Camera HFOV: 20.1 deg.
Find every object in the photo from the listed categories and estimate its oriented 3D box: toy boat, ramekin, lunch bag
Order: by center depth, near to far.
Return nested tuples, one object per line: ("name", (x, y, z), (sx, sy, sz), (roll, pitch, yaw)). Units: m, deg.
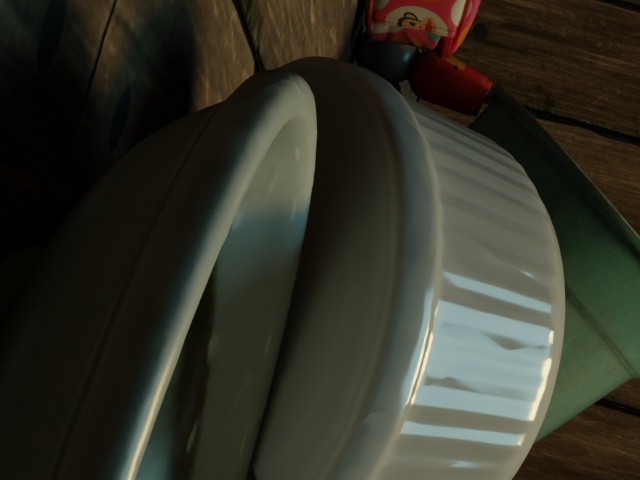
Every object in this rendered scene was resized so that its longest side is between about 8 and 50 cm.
("ramekin", (0.017, 0.046, 0.976), (0.273, 0.127, 0.272), (-31, -127, 51))
("lunch bag", (0.129, -0.359, 1.833), (0.293, 0.120, 0.258), (103, 1, -49))
("toy boat", (0.075, -0.099, 2.014), (0.267, 0.148, 0.318), (-62, 176, -46))

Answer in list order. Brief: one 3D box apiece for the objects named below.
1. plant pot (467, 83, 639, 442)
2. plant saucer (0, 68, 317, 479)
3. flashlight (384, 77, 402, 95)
("plant pot", (0.162, 0.075, 1.843), (0.334, 0.341, 0.341), (-39, 177, 4))
("plant saucer", (-0.101, 0.117, 0.720), (0.400, 0.101, 0.400), (15, 90, -86))
("flashlight", (0.041, -0.101, 1.723), (0.304, 0.103, 0.103), (-63, 142, -74))
